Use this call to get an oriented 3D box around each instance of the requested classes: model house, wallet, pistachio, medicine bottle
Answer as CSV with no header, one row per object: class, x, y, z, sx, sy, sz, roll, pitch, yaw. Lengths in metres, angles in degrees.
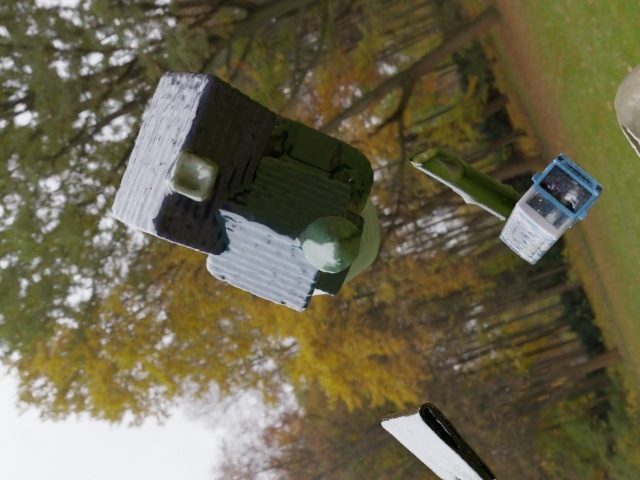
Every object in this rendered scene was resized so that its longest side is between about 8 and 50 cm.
model house,-0.087,-0.066,1.073,0.280,0.312,0.245,85,-152,-86
wallet,0.194,0.341,1.394,0.172,0.045,0.318,44,167,7
pistachio,0.632,-0.215,1.461,0.208,0.225,0.332,77,-164,-48
medicine bottle,0.000,0.000,1.548,0.324,0.124,0.179,-32,-68,-64

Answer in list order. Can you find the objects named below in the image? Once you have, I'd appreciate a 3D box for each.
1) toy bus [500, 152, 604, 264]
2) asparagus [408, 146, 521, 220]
toy bus,0.398,-0.049,1.477,0.106,0.131,0.297,42,177,12
asparagus,0.278,-0.112,1.587,0.277,0.067,0.060,27,-131,-37
